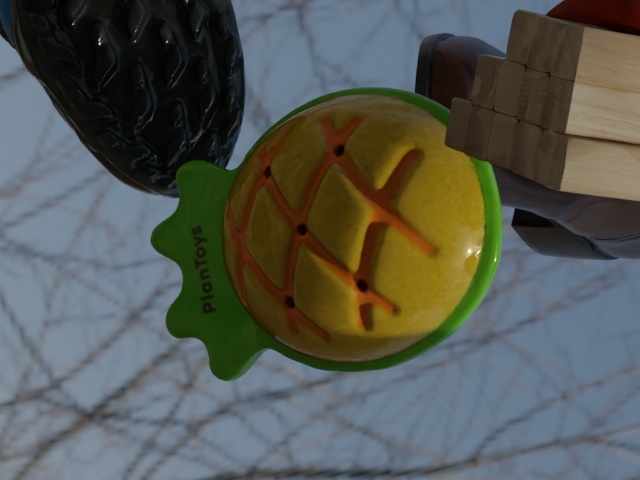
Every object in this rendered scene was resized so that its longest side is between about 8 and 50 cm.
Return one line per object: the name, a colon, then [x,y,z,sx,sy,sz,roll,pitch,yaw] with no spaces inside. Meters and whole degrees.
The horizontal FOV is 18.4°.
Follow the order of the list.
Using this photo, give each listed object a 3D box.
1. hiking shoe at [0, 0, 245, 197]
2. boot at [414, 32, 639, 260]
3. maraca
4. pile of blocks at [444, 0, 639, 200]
hiking shoe: [-0.141,-0.153,1.040,0.304,0.113,0.132,59,-19,2]
boot: [0.212,-0.049,1.075,0.280,0.264,0.096,-2,-116,30]
maraca: [0.000,0.000,0.898,0.185,0.099,0.127,-15,-102,31]
pile of blocks: [0.238,-0.058,0.793,0.149,0.362,0.113,-76,177,-81]
